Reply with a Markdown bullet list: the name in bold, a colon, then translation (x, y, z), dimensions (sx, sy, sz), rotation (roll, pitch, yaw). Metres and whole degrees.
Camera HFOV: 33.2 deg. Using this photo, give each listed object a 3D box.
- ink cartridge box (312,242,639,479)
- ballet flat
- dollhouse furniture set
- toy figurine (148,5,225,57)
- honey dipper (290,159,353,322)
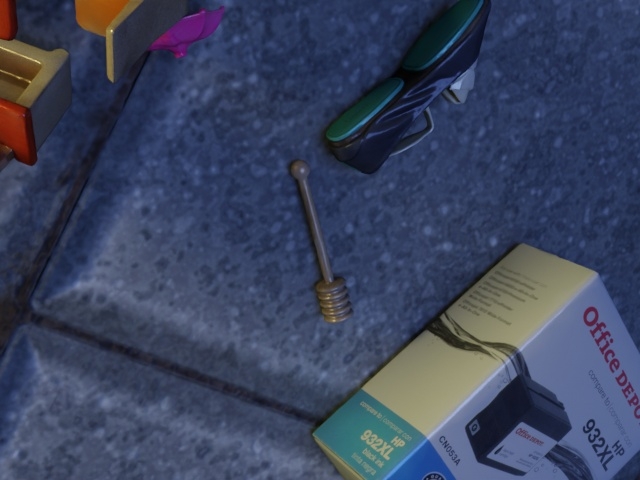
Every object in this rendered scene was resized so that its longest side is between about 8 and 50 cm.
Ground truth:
- **ink cartridge box**: translation (0.182, 0.189, 1.099), dimensions (0.307, 0.129, 0.223), rotation (-41, 119, -13)
- **ballet flat**: translation (0.093, -0.138, 0.995), dimensions (0.203, 0.074, 0.074), rotation (-45, 120, -4)
- **dollhouse furniture set**: translation (-0.234, -0.161, 0.701), dimensions (0.259, 0.262, 0.135), rotation (100, 16, -47)
- **toy figurine**: translation (-0.135, -0.226, 0.841), dimensions (0.159, 0.130, 0.173), rotation (51, 53, -43)
- **honey dipper**: translation (0.000, 0.000, 1.007), dimensions (0.030, 0.030, 0.161), rotation (-21, 110, -22)
